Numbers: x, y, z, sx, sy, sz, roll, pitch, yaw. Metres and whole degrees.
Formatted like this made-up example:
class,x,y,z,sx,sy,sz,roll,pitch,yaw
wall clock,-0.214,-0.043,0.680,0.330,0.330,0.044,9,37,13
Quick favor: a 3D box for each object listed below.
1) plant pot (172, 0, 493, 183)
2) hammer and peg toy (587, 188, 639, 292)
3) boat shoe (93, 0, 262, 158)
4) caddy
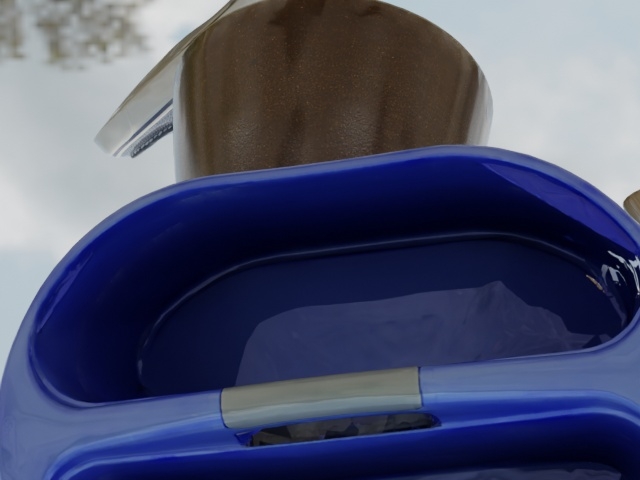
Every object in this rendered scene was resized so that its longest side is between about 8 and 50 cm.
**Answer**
class,x,y,z,sx,sy,sz,roll,pitch,yaw
plant pot,0.000,0.000,1.263,0.215,0.215,0.230,3,-128,3
hammer and peg toy,0.289,0.083,1.308,0.127,0.266,0.361,-22,176,-2
boat shoe,-0.082,-0.140,1.979,0.340,0.158,0.127,-35,-165,43
caddy,0.016,0.085,0.963,0.341,0.241,0.179,-8,167,10
